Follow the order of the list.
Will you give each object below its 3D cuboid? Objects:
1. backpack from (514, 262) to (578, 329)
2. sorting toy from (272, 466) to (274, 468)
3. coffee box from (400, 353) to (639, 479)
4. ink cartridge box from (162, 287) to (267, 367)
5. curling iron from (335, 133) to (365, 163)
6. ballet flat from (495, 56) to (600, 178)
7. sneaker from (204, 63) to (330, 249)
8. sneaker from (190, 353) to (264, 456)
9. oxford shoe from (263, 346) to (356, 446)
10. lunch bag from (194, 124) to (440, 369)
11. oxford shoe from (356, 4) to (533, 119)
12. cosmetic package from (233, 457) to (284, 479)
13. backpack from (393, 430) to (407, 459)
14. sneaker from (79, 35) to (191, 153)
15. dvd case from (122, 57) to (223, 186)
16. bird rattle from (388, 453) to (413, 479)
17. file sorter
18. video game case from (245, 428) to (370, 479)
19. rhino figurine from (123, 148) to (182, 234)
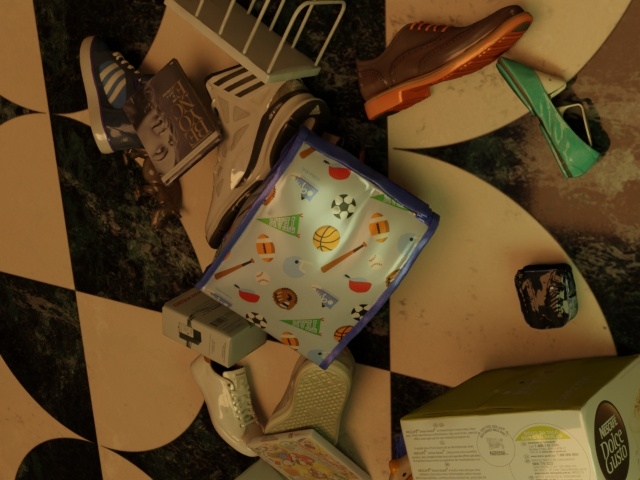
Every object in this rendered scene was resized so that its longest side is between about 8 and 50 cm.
[{"bbox_3d":[0.419,0.100,1.549,0.105,0.084,0.114,-6,99,36],"label":"backpack"},{"bbox_3d":[-0.089,0.550,2.112,0.083,0.012,0.062,8,114,32],"label":"sorting toy"},{"bbox_3d":[0.396,0.413,1.496,0.338,0.337,0.335,-13,90,37],"label":"coffee box"},{"bbox_3d":[-0.250,0.197,2.001,0.208,0.153,0.087,22,120,27],"label":"ink cartridge box"},{"bbox_3d":[0.059,-0.089,1.755,0.068,0.035,0.274,15,115,35],"label":"curling iron"},{"bbox_3d":[0.399,-0.227,1.455,0.087,0.083,0.247,-32,88,14],"label":"ballet flat"},{"bbox_3d":[-0.166,-0.202,1.819,0.257,0.169,0.447,52,128,24],"label":"sneaker"},{"bbox_3d":[-0.212,0.386,2.064,0.123,0.106,0.290,-46,72,34],"label":"sneaker"},{"bbox_3d":[-0.020,0.373,1.936,0.169,0.130,0.449,17,135,-3],"label":"oxford shoe"},{"bbox_3d":[0.000,0.000,1.647,0.327,0.239,0.385,31,124,-9],"label":"lunch bag"},{"bbox_3d":[0.202,-0.342,1.507,0.363,0.130,0.133,-23,87,38],"label":"oxford shoe"},{"bbox_3d":[-0.107,0.762,2.112,0.385,0.156,0.217,44,129,11],"label":"cosmetic package"},{"bbox_3d":[0.208,0.451,1.818,0.101,0.098,0.120,26,124,47],"label":"backpack"},{"bbox_3d":[-0.412,-0.356,1.942,0.236,0.130,0.323,-15,64,2],"label":"sneaker"},{"bbox_3d":[-0.315,-0.249,1.784,0.164,0.018,0.221,-37,72,19],"label":"dvd case"},{"bbox_3d":[0.243,0.493,1.746,0.206,0.143,0.254,-14,124,-1],"label":"bird rattle"},{"bbox_3d":[-0.118,-0.460,1.640,0.277,0.193,0.173,40,122,15],"label":"file sorter"},{"bbox_3d":[-0.029,0.516,1.978,0.206,0.026,0.227,-18,129,37],"label":"video game case"},{"bbox_3d":[-0.389,-0.127,2.008,0.073,0.106,0.243,17,123,66],"label":"rhino figurine"}]
